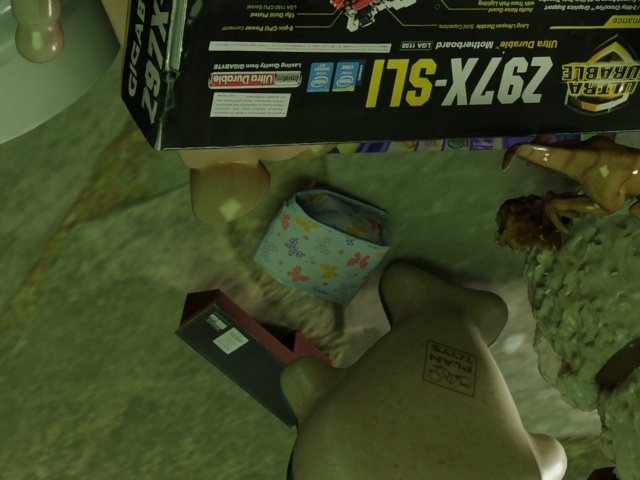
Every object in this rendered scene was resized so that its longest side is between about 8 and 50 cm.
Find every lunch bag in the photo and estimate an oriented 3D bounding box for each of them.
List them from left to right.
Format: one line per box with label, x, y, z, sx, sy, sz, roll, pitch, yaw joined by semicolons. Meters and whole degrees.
lunch bag;0.000;0.000;1.085;0.083;0.053;0.071;18;129;-19

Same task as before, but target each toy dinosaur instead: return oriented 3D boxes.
toy dinosaur;0.162;-0.045;0.870;0.211;0.064;0.112;9;170;-29

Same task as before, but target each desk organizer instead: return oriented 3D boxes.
desk organizer;-0.050;0.085;1.153;0.047;0.050;0.130;-36;116;27

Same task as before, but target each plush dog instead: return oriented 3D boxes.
plush dog;0.233;0.069;0.970;0.210;0.225;0.262;9;135;-45

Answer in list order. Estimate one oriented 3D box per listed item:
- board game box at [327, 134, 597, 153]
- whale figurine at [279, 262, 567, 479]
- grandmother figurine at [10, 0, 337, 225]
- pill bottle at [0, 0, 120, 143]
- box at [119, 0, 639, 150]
board game box;0.057;-0.220;0.900;0.233;0.078;0.347;-1;126;7
whale figurine;0.068;0.143;1.052;0.216;0.272;0.141;18;134;-6
grandmother figurine;-0.086;-0.177;0.809;0.208;0.104;0.342;-44;131;-16
pill bottle;-0.263;-0.239;0.840;0.204;0.204;0.361;-14;124;15
box;0.067;-0.181;0.769;0.322;0.079;0.257;-5;125;-24
